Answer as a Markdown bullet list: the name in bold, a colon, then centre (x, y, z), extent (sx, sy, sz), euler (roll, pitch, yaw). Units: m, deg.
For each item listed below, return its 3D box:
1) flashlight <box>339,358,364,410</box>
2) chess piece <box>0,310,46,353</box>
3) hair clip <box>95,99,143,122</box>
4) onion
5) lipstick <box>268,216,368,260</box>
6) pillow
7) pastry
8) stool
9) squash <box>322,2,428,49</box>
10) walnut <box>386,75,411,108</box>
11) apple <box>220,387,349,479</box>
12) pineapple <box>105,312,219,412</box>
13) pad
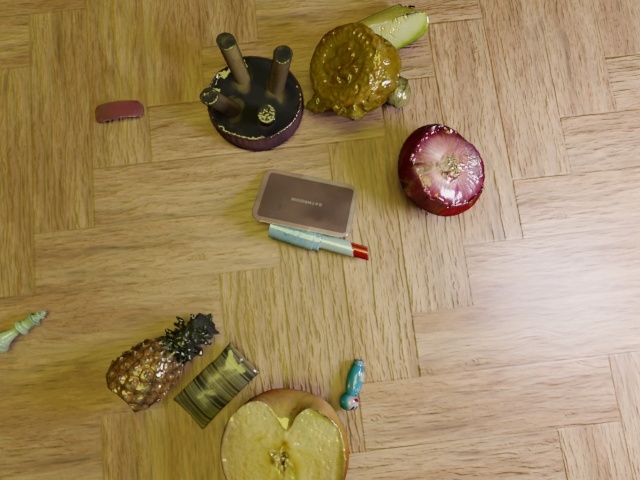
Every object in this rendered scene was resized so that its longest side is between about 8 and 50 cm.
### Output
- **flashlight**: centre (0.083, 0.370, 1.068), extent (0.051, 0.051, 0.129), euler (13, 77, 2)
- **chess piece**: centre (-0.785, 0.228, 1.085), extent (0.149, 0.059, 0.059), euler (-37, 84, -10)
- **hair clip**: centre (-0.576, -0.367, 1.184), extent (0.137, 0.022, 0.054), euler (-8, 79, -1)
- **onion**: centre (0.309, -0.181, 1.089), extent (0.248, 0.161, 0.248), euler (0, 91, -5)
- **lipstick**: centre (0.000, 0.000, 1.110), extent (0.274, 0.061, 0.068), euler (15, 78, 3)
- **pillow**: centre (-0.267, 0.373, 1.071), extent (0.203, 0.038, 0.113), euler (-44, 87, -5)
- **pastry**: centre (0.093, -0.442, 1.117), extent (0.240, 0.132, 0.235), euler (18, 103, 33)
- **stool**: centre (-0.180, -0.393, 1.108), extent (0.272, 0.178, 0.272), euler (0, 84, 0)
- **squash**: centre (0.151, -0.563, 1.167), extent (0.252, 0.093, 0.169), euler (-26, 38, -4)
- **walnut**: centre (0.211, -0.414, 1.160), extent (0.092, 0.092, 0.092), euler (0, 82, 0)
- **apple**: centre (-0.069, 0.483, 0.993), extent (0.293, 0.163, 0.251), euler (4, 90, 14)
- **pineapple**: centre (-0.374, 0.288, 1.039), extent (0.279, 0.158, 0.157), euler (-36, 83, -16)
- **pad**: centre (-0.039, -0.104, 1.124), extent (0.266, 0.002, 0.176), euler (11, 62, 2)
